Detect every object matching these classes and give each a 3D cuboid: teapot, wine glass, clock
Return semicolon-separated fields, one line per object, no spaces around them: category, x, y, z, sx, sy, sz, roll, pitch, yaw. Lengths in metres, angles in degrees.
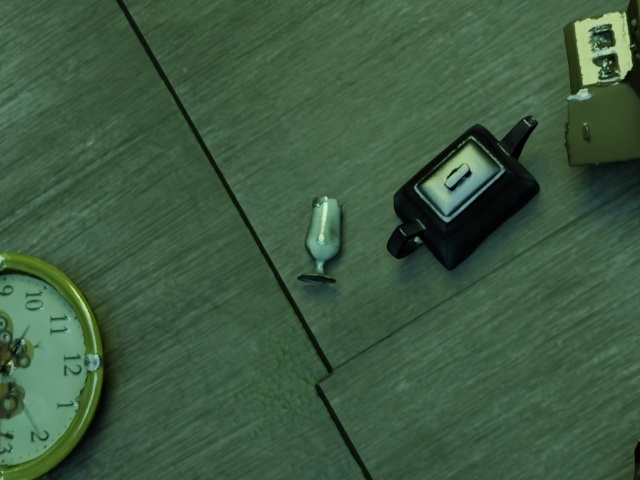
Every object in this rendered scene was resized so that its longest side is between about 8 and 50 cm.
teapot;0.130;-0.047;0.833;0.177;0.096;0.087;-42;73;3
wine glass;0.000;0.000;0.885;0.038;0.042;0.083;11;76;-24
clock;-0.318;0.129;0.920;0.236;0.057;0.237;-2;80;12

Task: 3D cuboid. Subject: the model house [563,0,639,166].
model house;0.297;-0.070;0.755;0.176;0.181;0.248;-6;76;12

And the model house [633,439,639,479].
model house;0.383;0.288;0.674;0.317;0.297;0.283;37;99;-20
